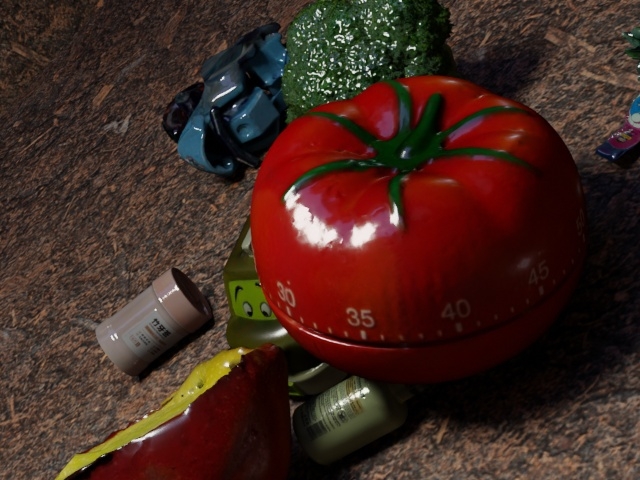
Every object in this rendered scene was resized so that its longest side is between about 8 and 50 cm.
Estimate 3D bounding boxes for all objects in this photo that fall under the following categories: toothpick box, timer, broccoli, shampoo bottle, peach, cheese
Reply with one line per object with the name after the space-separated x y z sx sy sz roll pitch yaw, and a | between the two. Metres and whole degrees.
-0.249 0.122 2.029 0.149 0.098 0.098 -37 28 8 | toothpick box
0.111 -0.008 1.533 0.378 0.279 0.378 -8 34 5 | timer
0.085 -0.235 1.956 0.321 0.303 0.283 18 26 35 | broccoli
0.051 0.194 1.578 0.162 0.079 0.079 -31 30 18 | shampoo bottle
-0.151 0.281 1.584 0.362 0.201 0.258 -36 3 6 | peach
0.401 -0.149 1.669 0.145 0.038 0.095 -42 28 -4 | cheese

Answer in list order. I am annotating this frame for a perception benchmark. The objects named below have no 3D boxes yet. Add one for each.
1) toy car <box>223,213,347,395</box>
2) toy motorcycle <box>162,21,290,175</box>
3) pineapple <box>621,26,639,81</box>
-0.037 0.053 1.735 0.204 0.198 0.247 -2 54 41 | toy car
-0.091 -0.236 2.296 0.416 0.172 0.232 -21 40 17 | toy motorcycle
0.462 -0.267 1.670 0.221 0.103 0.083 -41 2 -32 | pineapple
